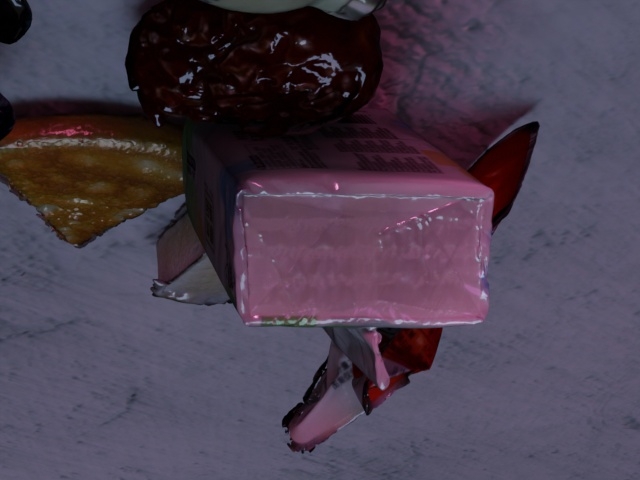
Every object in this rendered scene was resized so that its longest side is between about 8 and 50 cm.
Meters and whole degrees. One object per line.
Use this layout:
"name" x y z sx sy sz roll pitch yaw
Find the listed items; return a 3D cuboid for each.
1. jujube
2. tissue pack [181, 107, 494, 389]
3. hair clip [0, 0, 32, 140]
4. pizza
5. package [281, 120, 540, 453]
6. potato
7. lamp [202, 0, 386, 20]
"jujube" -0.042 -0.121 0.811 0.166 0.104 0.104 3 154 14
"tissue pack" 0.000 0.000 0.865 0.159 0.145 0.229 0 -164 -14
"hair clip" -0.318 -0.071 0.789 0.310 0.194 0.206 -6 140 7
"pizza" -0.162 -0.045 0.993 0.185 0.036 0.176 -3 154 -9
"package" 0.068 0.040 0.974 0.071 0.269 0.194 47 143 -11
"potato" -0.084 0.007 1.078 0.086 0.061 0.122 13 149 -31
"lamp" -0.063 -0.180 0.687 0.250 0.101 0.101 21 143 -30
